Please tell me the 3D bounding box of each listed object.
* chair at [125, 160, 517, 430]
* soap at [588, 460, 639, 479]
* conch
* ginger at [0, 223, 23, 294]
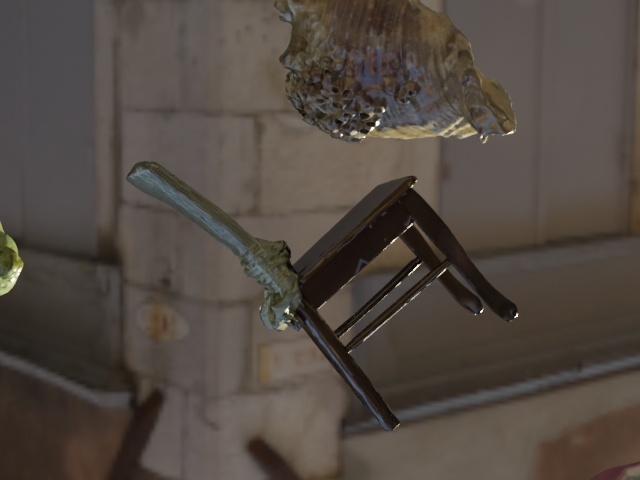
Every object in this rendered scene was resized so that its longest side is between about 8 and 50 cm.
[{"bbox_3d":[0.000,0.000,1.268,0.186,0.319,0.160,-42,-175,-5],"label":"chair"},{"bbox_3d":[0.312,0.316,1.362,0.324,0.193,0.109,-8,-153,-23],"label":"soap"},{"bbox_3d":[0.056,-0.149,1.135,0.245,0.163,0.178,34,-159,15],"label":"conch"},{"bbox_3d":[-0.323,-0.069,1.089,0.089,0.290,0.137,-32,-153,-9],"label":"ginger"}]
